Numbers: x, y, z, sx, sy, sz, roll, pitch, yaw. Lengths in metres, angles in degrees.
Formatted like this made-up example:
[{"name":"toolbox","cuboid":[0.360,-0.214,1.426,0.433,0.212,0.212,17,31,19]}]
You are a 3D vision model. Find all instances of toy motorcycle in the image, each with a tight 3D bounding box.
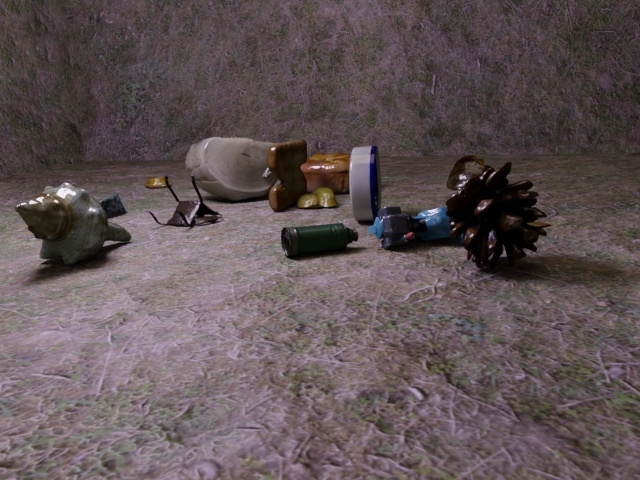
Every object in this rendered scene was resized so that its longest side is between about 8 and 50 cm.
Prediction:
[{"name":"toy motorcycle","cuboid":[0.266,-0.040,1.425,0.272,0.123,0.182,-5,-8,-19]}]

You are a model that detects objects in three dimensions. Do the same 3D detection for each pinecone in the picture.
[{"name":"pinecone","cuboid":[0.380,-0.044,1.205,0.203,0.201,0.229,-28,-23,33]}]

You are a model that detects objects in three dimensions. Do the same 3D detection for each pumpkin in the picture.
[{"name":"pumpkin","cuboid":[0.592,-0.283,2.328,0.149,0.130,0.254,-8,16,-24]}]

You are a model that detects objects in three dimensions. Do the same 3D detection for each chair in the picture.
[{"name":"chair","cuboid":[-0.425,-0.095,1.793,0.174,0.149,0.213,2,-28,25]}]

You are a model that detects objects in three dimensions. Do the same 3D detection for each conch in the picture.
[{"name":"conch","cuboid":[-0.601,-0.017,1.379,0.203,0.169,0.386,-24,-31,8]}]

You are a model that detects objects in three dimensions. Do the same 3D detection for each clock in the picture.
[{"name":"clock","cuboid":[0.140,-0.174,1.723,0.083,0.230,0.230,1,14,10]}]

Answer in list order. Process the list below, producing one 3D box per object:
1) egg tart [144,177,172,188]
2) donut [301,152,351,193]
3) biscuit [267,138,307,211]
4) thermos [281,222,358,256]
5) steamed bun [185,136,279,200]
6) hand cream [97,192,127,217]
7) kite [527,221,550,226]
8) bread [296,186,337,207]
[{"name":"egg tart","cuboid":[-0.770,-0.276,2.654,0.129,0.049,0.129,-1,12,0]},{"name":"donut","cuboid":[0.033,-0.284,2.363,0.299,0.150,0.317,-10,16,-29]},{"name":"biscuit","cuboid":[-0.117,-0.239,2.026,0.062,0.236,0.291,4,17,18]},{"name":"thermos","cuboid":[0.002,0.000,1.388,0.188,0.083,0.073,-5,36,-20]},{"name":"steamed bun","cuboid":[-0.319,-0.272,2.211,0.384,0.236,0.247,-3,2,-31]},{"name":"hand cream","cuboid":[-0.727,-0.097,1.875,0.052,0.075,0.248,6,18,12]},{"name":"kite","cuboid":[0.475,-0.050,1.632,0.378,0.013,0.327,2,15,13]},{"name":"bread","cuboid":[-0.021,-0.156,2.035,0.150,0.065,0.187,-9,17,-9]}]
